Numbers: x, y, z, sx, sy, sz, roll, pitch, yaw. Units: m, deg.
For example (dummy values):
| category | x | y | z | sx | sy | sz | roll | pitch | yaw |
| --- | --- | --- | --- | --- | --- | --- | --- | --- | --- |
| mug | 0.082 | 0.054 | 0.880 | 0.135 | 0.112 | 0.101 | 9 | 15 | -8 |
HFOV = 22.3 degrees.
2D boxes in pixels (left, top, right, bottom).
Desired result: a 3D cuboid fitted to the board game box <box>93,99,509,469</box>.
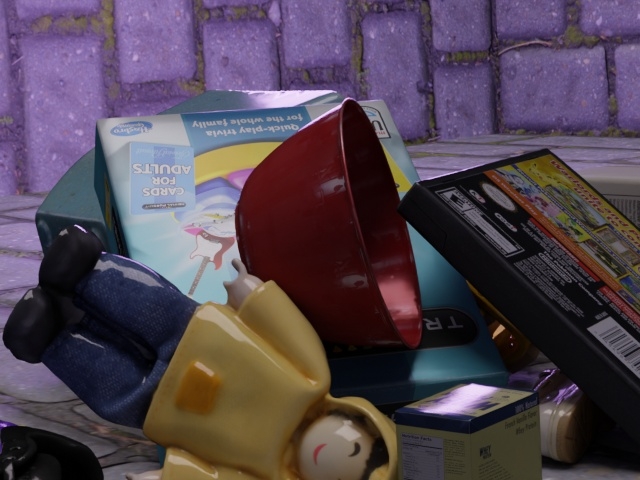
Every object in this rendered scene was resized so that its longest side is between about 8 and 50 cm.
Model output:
| category | x | y | z | sx | sy | sz | roll | pitch | yaw |
| --- | --- | --- | --- | --- | --- | --- | --- | --- | --- |
| board game box | -0.028 | 0.024 | 1.282 | 0.254 | 0.079 | 0.336 | -6 | 43 | -15 |

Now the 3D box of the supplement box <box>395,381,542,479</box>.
| category | x | y | z | sx | sy | sz | roll | pitch | yaw |
| --- | --- | --- | --- | --- | --- | --- | --- | --- | --- |
| supplement box | 0.094 | 0.139 | 1.013 | 0.056 | 0.083 | 0.083 | 3 | 11 | 38 |

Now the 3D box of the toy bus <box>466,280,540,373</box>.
| category | x | y | z | sx | sy | sz | roll | pitch | yaw |
| --- | --- | --- | --- | --- | --- | --- | --- | --- | --- |
| toy bus | 0.144 | 0.068 | 1.416 | 0.104 | 0.202 | 0.191 | 41 | 8 | -5 |

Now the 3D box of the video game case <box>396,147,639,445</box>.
| category | x | y | z | sx | sy | sz | roll | pitch | yaw |
| --- | --- | --- | --- | --- | --- | --- | --- | --- | --- |
| video game case | 0.216 | 0.041 | 1.241 | 0.275 | 0.035 | 0.248 | 44 | 28 | 17 |

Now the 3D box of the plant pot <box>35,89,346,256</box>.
| category | x | y | z | sx | sy | sz | roll | pitch | yaw |
| --- | --- | --- | --- | --- | --- | --- | --- | --- | --- |
| plant pot | -0.120 | 0.010 | 1.545 | 0.252 | 0.247 | 0.248 | -22 | 17 | -32 |

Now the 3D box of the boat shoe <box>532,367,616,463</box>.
| category | x | y | z | sx | sy | sz | roll | pitch | yaw |
| --- | --- | --- | --- | --- | --- | --- | --- | --- | --- |
| boat shoe | 0.185 | 0.117 | 1.212 | 0.059 | 0.063 | 0.170 | 7 | 12 | 25 |

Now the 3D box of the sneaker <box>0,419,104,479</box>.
| category | x | y | z | sx | sy | sz | roll | pitch | yaw |
| --- | --- | --- | --- | --- | --- | --- | --- | --- | --- |
| sneaker | -0.222 | 0.160 | 0.936 | 0.146 | 0.102 | 0.293 | 0 | 9 | 21 |

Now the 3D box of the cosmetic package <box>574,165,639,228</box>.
| category | x | y | z | sx | sy | sz | roll | pitch | yaw |
| --- | --- | --- | --- | --- | --- | --- | --- | --- | --- |
| cosmetic package | 0.370 | 0.013 | 1.534 | 0.309 | 0.160 | 0.113 | 6 | 12 | 44 |

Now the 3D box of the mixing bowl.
| category | x | y | z | sx | sy | sz | roll | pitch | yaw |
| --- | --- | --- | --- | --- | --- | --- | --- | --- | --- |
| mixing bowl | 0.000 | 0.000 | 1.146 | 0.098 | 0.181 | 0.181 | -15 | 5 | 12 |

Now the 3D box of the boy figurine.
| category | x | y | z | sx | sy | sz | roll | pitch | yaw |
| --- | --- | --- | --- | --- | --- | --- | --- | --- | --- |
| boy figurine | -0.067 | 0.107 | 1.063 | 0.285 | 0.177 | 0.092 | 31 | -8 | 13 |
